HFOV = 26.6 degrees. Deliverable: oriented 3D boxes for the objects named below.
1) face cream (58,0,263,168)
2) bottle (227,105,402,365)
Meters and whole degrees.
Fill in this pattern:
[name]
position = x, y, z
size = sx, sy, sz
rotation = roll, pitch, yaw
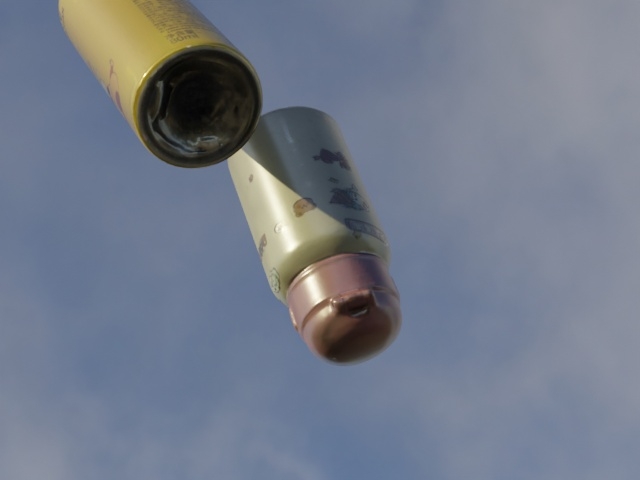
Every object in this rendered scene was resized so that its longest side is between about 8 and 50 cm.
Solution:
[face cream]
position = -0.154, -0.175, 1.156
size = 0.105, 0.349, 0.105
rotation = -11, -60, -19
[bottle]
position = 0.000, 0.000, 1.173
size = 0.110, 0.233, 0.110
rotation = -15, -34, -10
